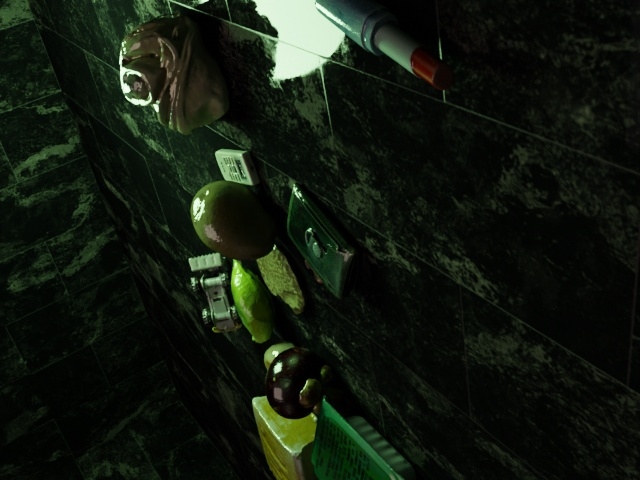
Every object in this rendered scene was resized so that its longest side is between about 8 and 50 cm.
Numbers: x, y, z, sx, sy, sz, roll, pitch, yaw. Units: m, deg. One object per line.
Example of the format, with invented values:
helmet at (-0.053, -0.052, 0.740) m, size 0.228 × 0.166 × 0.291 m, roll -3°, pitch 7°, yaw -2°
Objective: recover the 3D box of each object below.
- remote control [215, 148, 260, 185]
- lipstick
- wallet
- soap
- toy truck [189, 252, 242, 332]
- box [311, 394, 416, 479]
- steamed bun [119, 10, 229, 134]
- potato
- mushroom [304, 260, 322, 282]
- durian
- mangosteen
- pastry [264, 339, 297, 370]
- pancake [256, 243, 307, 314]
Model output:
remote control at (-0.212, -0.186, 1.900) m, size 0.190 × 0.029 × 0.087 m, roll 18°, pitch 130°, yaw 60°
lipstick at (0.093, -0.297, 1.092) m, size 0.274 × 0.061 × 0.068 m, roll 46°, pitch 159°, yaw 35°
wallet at (-0.002, 0.001, 1.639) m, size 0.236 × 0.055 × 0.160 m, roll 49°, pitch 147°, yaw 31°
soap at (-0.073, 0.663, 2.390) m, size 0.293 × 0.156 × 0.335 m, roll 44°, pitch 150°, yaw 46°
toy truck at (-0.330, 0.163, 2.415) m, size 0.111 × 0.136 × 0.286 m, roll -91°, pitch -11°, yaw -69°
box at (0.119, 0.570, 1.891) m, size 0.336 × 0.106 × 0.264 m, roll 38°, pitch 133°, yaw 39°
steamed bun at (-0.367, -0.379, 1.792) m, size 0.268 × 0.207 × 0.280 m, roll 14°, pitch 129°, yaw 60°
potato at (-0.212, -0.048, 1.862) m, size 0.235 × 0.178 × 0.160 m, roll 33°, pitch 176°, yaw 2°
mushroom at (-0.005, 0.074, 1.762) m, size 0.101 × 0.019 × 0.049 m, roll 45°, pitch 152°, yaw 37°
durian at (-0.200, 0.177, 2.180) m, size 0.139 × 0.101 × 0.250 m, roll 9°, pitch 124°, yaw 63°
mangosteen at (-0.037, 0.382, 2.002) m, size 0.217 × 0.192 × 0.192 m, roll 5°, pitch 129°, yaw 18°
pastry at (-0.096, 0.364, 2.187) m, size 0.156 × 0.092 × 0.156 m, roll 46°, pitch 159°, yaw 24°
pancake at (-0.105, 0.093, 1.983) m, size 0.235 × 0.029 × 0.212 m, roll 44°, pitch 151°, yaw 36°
